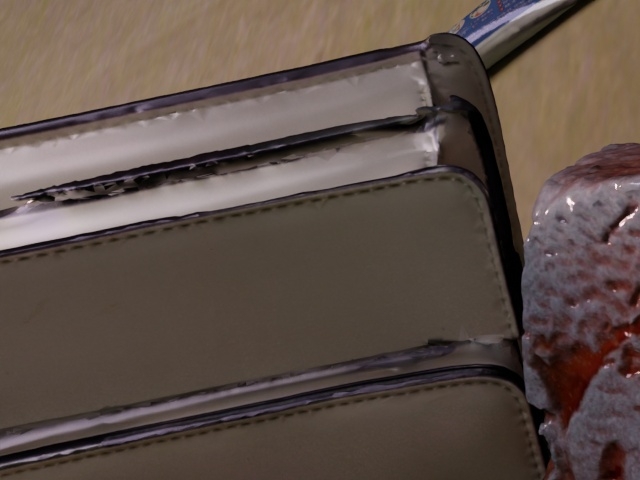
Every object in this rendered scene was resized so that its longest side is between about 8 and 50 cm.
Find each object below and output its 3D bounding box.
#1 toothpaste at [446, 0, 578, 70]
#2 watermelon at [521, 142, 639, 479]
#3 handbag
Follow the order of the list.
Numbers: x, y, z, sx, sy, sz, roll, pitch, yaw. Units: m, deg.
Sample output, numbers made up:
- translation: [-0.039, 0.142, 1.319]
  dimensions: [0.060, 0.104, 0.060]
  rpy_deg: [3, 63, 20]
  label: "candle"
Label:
- translation: [0.085, -0.114, 1.176]
  dimensions: [0.197, 0.035, 0.057]
  rpy_deg: [-37, 39, 21]
  label: "toothpaste"
- translation: [0.182, 0.004, 0.756]
  dimensions: [0.213, 0.201, 0.261]
  rpy_deg: [-4, 52, 43]
  label: "watermelon"
- translation: [-0.077, 0.069, 0.868]
  dimensions: [0.359, 0.236, 0.160]
  rpy_deg: [-11, 32, 8]
  label: "handbag"
